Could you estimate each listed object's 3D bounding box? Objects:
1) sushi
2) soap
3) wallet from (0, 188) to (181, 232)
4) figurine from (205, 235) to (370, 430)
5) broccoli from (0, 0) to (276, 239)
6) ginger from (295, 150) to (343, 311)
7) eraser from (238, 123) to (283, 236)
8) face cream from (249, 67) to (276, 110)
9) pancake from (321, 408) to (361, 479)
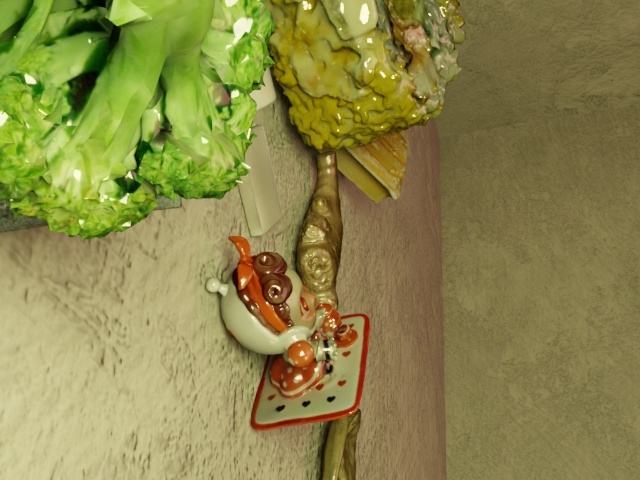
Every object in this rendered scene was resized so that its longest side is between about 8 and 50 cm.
[{"bbox_3d":[0.057,-0.356,1.143,0.351,0.240,0.397,-36,106,-49],"label":"sushi"},{"bbox_3d":[0.076,-0.212,1.388,0.274,0.089,0.174,38,51,-43],"label":"soap"},{"bbox_3d":[-0.196,-0.121,0.506,0.036,0.167,0.222,-171,-109,-68],"label":"wallet"},{"bbox_3d":[-0.055,0.094,0.893,0.183,0.160,0.226,-77,146,-51],"label":"figurine"},{"bbox_3d":[-0.193,-0.172,0.297,0.310,0.321,0.414,-127,-163,-61],"label":"broccoli"},{"bbox_3d":[0.000,0.001,1.214,0.333,0.080,0.166,-89,177,-46],"label":"ginger"},{"bbox_3d":[-0.095,-0.090,1.026,0.104,0.023,0.150,-50,129,-68],"label":"eraser"},{"bbox_3d":[-0.144,-0.182,0.643,0.177,0.177,0.153,-60,138,-63],"label":"face cream"},{"bbox_3d":[0.033,0.403,1.193,0.242,0.050,0.242,1,90,-75],"label":"pancake"}]
